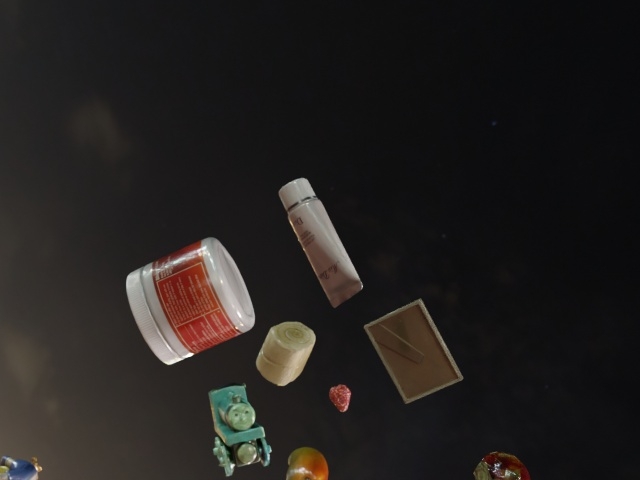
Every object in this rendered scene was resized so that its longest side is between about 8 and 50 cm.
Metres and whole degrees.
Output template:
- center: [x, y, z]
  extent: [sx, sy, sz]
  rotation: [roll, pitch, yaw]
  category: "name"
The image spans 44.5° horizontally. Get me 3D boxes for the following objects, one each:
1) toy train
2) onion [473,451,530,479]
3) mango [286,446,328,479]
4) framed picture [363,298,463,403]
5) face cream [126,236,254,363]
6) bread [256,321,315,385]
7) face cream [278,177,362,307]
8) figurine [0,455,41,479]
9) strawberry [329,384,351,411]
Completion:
- center: [-0.203, 0.451, 1.893]
  extent: [0.298, 0.120, 0.194]
  rotation: [154, -75, -75]
  category: "toy train"
- center: [0.392, 0.507, 1.663]
  extent: [0.118, 0.119, 0.117]
  rotation: [-41, -123, 58]
  category: "onion"
- center: [-0.045, 0.776, 2.640]
  extent: [0.129, 0.146, 0.289]
  rotation: [44, 8, -9]
  category: "mango"
- center: [0.207, 0.249, 1.753]
  extent: [0.150, 0.015, 0.203]
  rotation: [-29, -90, 20]
  category: "framed picture"
- center: [-0.250, 0.116, 1.533]
  extent: [0.201, 0.187, 0.201]
  rotation: [-24, 90, -87]
  category: "face cream"
- center: [-0.101, 0.320, 2.262]
  extent: [0.134, 0.148, 0.141]
  rotation: [29, -64, 9]
  category: "bread"
- center: [0.000, 0.000, 1.888]
  extent: [0.143, 0.089, 0.314]
  rotation: [-40, -106, 50]
  category: "face cream"
- center: [-0.733, 0.659, 1.857]
  extent: [0.161, 0.158, 0.275]
  rotation: [-102, -177, -87]
  category: "figurine"
- center: [0.067, 0.497, 2.465]
  extent: [0.073, 0.073, 0.083]
  rotation: [105, -34, -49]
  category: "strawberry"
